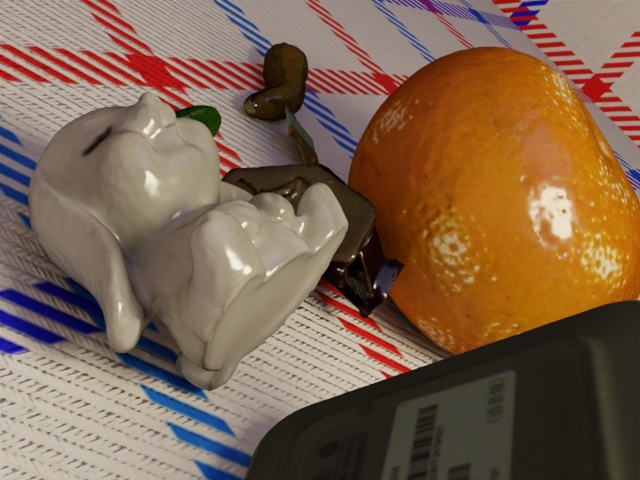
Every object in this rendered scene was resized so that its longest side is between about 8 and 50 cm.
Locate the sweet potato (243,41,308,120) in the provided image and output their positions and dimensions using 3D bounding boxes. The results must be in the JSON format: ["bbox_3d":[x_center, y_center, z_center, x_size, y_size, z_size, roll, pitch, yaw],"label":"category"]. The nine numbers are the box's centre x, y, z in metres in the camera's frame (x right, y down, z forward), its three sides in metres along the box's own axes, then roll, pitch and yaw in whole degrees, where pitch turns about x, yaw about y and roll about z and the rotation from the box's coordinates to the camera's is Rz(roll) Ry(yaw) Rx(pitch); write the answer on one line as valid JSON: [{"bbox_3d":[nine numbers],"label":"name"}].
[{"bbox_3d":[-0.061,-0.230,1.405,0.081,0.062,0.233,22,34,-6],"label":"sweet potato"}]

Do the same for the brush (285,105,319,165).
[{"bbox_3d":[-0.015,-0.094,1.292,0.082,0.010,0.218,48,21,-45],"label":"brush"}]

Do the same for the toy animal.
[{"bbox_3d":[-0.147,-0.011,0.854,0.265,0.206,0.271,35,27,14],"label":"toy animal"}]

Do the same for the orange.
[{"bbox_3d":[0.217,-0.036,1.190,0.424,0.326,0.424,46,27,-32],"label":"orange"}]

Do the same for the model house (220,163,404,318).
[{"bbox_3d":[-0.004,0.008,1.059,0.141,0.164,0.203,-30,50,-18],"label":"model house"}]

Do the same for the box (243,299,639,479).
[{"bbox_3d":[0.083,0.201,0.642,0.090,0.373,0.367,61,21,-18],"label":"box"}]

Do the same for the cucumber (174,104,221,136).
[{"bbox_3d":[-0.173,-0.126,1.115,0.056,0.056,0.250,41,27,0],"label":"cucumber"}]
